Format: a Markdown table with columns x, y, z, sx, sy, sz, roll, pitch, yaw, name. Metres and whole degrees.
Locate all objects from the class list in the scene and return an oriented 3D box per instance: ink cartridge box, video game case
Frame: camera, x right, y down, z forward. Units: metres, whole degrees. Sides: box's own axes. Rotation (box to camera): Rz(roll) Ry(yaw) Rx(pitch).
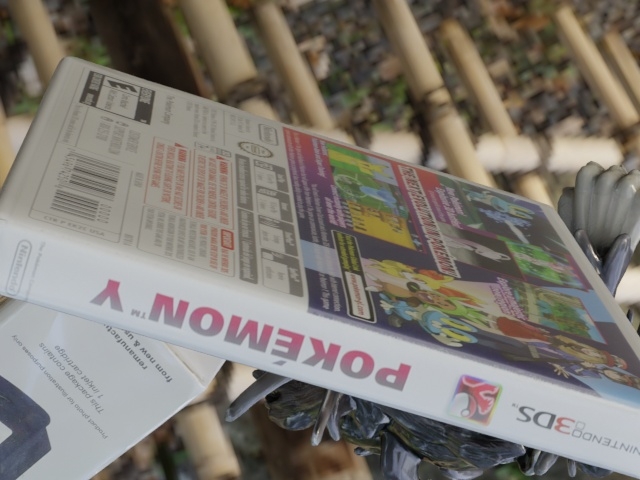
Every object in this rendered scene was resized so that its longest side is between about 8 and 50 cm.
| x | y | z | sx | sy | sz | roll | pitch | yaw | name |
| --- | --- | --- | --- | --- | --- | --- | --- | --- | --- |
| -0.148 | 0.070 | 0.970 | 0.237 | 0.172 | 0.100 | -37 | 98 | 26 | ink cartridge box |
| 0.000 | 0.000 | 0.523 | 0.183 | 0.201 | 0.023 | 17 | 105 | -8 | video game case |

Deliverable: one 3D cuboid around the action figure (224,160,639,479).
| x | y | z | sx | sy | sz | roll | pitch | yaw | name |
| --- | --- | --- | --- | --- | --- | --- | --- | --- | --- |
| 0.081 | 0.040 | 0.767 | 0.164 | 0.141 | 0.275 | -2 | 172 | 44 | action figure |
